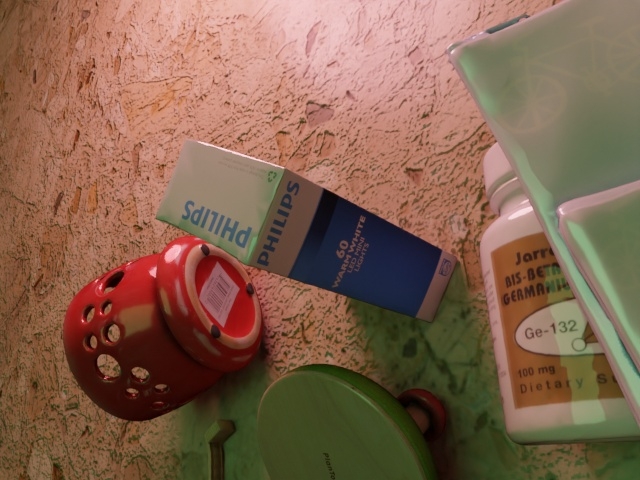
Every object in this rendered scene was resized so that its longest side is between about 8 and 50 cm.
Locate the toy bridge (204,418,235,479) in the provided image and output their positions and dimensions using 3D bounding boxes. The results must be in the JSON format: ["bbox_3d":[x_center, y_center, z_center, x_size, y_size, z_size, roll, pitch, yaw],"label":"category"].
[{"bbox_3d":[-0.097,0.303,0.658,0.063,0.026,0.188,-48,50,20],"label":"toy bridge"}]

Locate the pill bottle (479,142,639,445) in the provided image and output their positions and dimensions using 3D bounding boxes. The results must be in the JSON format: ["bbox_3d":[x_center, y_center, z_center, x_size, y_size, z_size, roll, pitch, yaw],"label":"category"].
[{"bbox_3d":[0.192,0.032,0.436,0.131,0.131,0.229,-19,63,35],"label":"pill bottle"}]

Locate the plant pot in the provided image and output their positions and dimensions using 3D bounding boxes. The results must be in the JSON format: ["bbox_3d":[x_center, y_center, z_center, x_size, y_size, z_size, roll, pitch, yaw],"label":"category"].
[{"bbox_3d":[-0.175,0.102,0.694,0.174,0.191,0.191,-26,59,22],"label":"plant pot"}]

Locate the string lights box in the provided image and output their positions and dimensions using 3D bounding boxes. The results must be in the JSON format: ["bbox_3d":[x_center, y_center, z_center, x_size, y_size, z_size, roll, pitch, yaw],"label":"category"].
[{"bbox_3d":[0.000,0.000,0.524,0.133,0.260,0.076,22,90,42],"label":"string lights box"}]

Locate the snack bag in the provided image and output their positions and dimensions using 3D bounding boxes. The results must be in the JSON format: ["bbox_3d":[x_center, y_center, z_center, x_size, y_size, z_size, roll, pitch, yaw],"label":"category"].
[{"bbox_3d":[0.288,-0.071,0.347,0.323,0.037,0.342,-23,65,10],"label":"snack bag"}]

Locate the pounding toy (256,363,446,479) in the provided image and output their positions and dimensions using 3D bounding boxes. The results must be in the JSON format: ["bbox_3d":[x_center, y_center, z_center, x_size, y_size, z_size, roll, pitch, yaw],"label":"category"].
[{"bbox_3d":[0.042,0.206,0.542,0.183,0.110,0.237,21,119,32],"label":"pounding toy"}]
